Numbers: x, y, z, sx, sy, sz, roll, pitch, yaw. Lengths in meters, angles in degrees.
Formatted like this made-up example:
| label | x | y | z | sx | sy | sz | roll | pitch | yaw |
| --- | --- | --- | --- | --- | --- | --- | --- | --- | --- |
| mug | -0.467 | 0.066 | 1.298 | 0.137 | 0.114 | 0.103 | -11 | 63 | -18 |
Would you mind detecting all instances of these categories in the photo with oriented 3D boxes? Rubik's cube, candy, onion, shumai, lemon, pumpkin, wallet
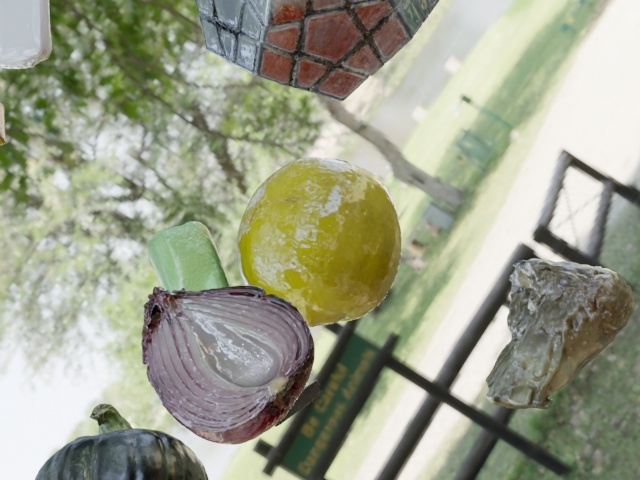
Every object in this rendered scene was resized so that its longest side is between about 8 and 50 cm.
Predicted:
| label | x | y | z | sx | sy | sz | roll | pitch | yaw |
| --- | --- | --- | --- | --- | --- | --- | --- | --- | --- |
| Rubik's cube | -0.008 | -0.328 | 1.281 | 0.319 | 0.319 | 0.264 | -76 | 4 | -79 |
| candy | -0.227 | 0.129 | 1.979 | 0.132 | 0.343 | 0.142 | -16 | -14 | -28 |
| onion | -0.144 | 0.165 | 1.458 | 0.227 | 0.283 | 0.120 | -40 | -30 | -21 |
| shumai | 0.439 | 0.191 | 1.876 | 0.346 | 0.217 | 0.283 | 136 | 151 | -70 |
| lemon | 0.000 | 0.000 | 1.987 | 0.348 | 0.348 | 0.348 | -57 | 4 | 6 |
| pumpkin | -0.319 | 0.403 | 1.639 | 0.295 | 0.296 | 0.296 | -57 | 4 | 6 |
| wallet | -0.410 | -0.325 | 1.377 | 0.033 | 0.095 | 0.189 | 12 | -109 | -70 |

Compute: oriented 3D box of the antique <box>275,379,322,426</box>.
| label | x | y | z | sx | sy | sz | roll | pitch | yaw |
| --- | --- | --- | --- | --- | --- | --- | --- | --- | --- |
| antique | -0.045 | 0.296 | 1.852 | 0.015 | 0.031 | 0.192 | -25 | -2 | 26 |

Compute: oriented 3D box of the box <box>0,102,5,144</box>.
| label | x | y | z | sx | sy | sz | roll | pitch | yaw |
| --- | --- | --- | --- | --- | --- | --- | --- | --- | --- |
| box | -0.839 | -0.295 | 1.973 | 0.415 | 0.265 | 0.115 | 58 | -162 | -59 |
